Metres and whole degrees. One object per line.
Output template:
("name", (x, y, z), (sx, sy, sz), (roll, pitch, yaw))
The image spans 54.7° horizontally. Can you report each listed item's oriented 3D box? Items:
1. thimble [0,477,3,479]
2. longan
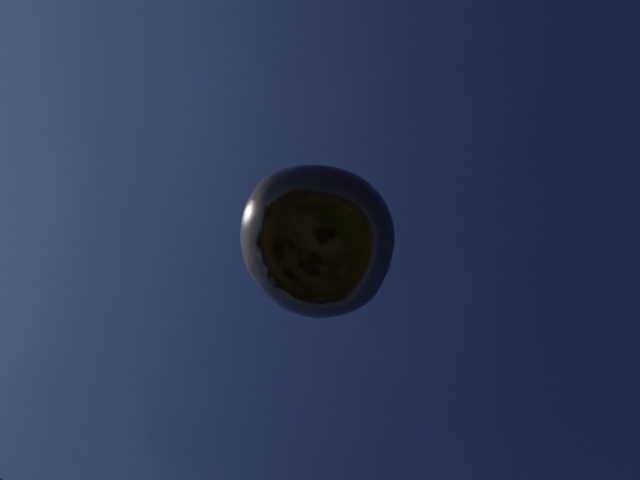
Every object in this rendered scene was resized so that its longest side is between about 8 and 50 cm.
("thimble", (-0.487, 0.443, 0.853), (0.144, 0.190, 0.137), (-27, -31, 15))
("longan", (0.000, 0.000, 0.780), (0.197, 0.220, 0.196), (0, -89, 17))
